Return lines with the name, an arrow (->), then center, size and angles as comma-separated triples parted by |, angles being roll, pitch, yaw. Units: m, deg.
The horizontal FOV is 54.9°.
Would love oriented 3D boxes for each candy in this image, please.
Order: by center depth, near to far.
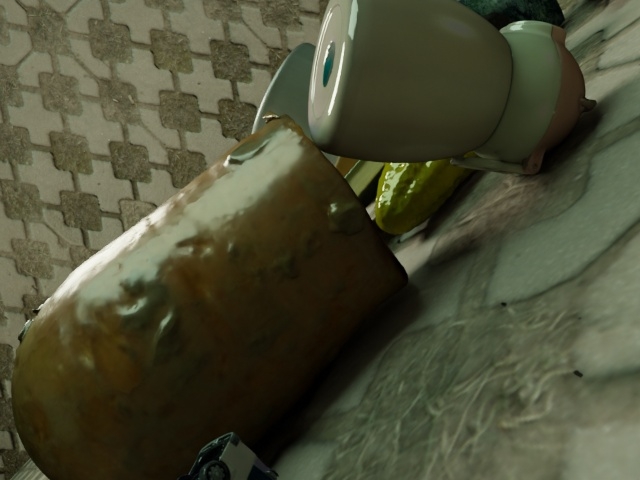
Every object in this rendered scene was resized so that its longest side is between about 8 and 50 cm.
candy -> 0.121, -0.086, 0.690 | 0.199, 0.094, 0.106 | -51, 5, -27

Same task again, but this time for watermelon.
watermelon -> 0.279, -0.305, 1.046 | 0.318, 0.148, 0.226 | -58, -13, 12

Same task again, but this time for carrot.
carrot -> -0.096, 0.071, 0.549 | 0.340, 0.224, 0.224 | -39, 7, 0

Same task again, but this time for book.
book -> 0.000, 0.000, 0.860 | 0.352, 0.035, 0.239 | -50, -6, 5

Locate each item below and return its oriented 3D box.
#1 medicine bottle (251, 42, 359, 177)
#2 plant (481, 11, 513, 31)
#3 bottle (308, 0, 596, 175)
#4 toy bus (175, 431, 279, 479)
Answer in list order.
medicine bottle -> 0.022, -0.216, 1.162 | 0.238, 0.231, 0.238 | -60, -6, -10
plant -> 0.197, -0.235, 0.876 | 0.194, 0.132, 0.129 | -4, 66, 59
bottle -> 0.117, -0.133, 0.533 | 0.147, 0.236, 0.148 | -173, 90, -78
toy bus -> -0.070, 0.181, 0.390 | 0.052, 0.058, 0.102 | -38, 15, 38
